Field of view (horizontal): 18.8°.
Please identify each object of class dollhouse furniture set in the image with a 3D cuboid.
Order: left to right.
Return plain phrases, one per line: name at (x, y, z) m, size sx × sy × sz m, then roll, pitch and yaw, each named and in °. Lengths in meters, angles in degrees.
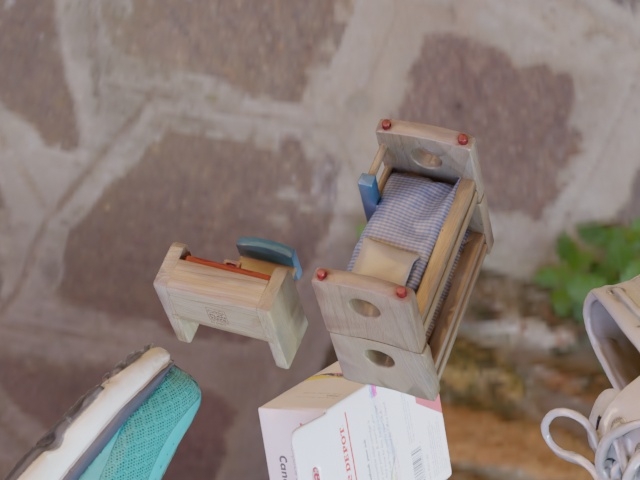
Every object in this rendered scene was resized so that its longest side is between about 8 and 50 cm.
dollhouse furniture set at (0.000, 0.000, 1.252) m, size 0.184 × 0.129 × 0.129 m, roll 12°, pitch 150°, yaw 19°

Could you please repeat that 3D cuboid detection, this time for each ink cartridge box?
ink cartridge box at (0.018, 0.163, 1.496) m, size 0.067 × 0.198 × 0.115 m, roll -1°, pitch 104°, yaw 35°

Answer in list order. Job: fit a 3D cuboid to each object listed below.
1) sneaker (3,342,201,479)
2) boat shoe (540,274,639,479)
sneaker at (-0.102, 0.170, 0.729) m, size 0.110 × 0.275 × 0.107 m, roll 24°, pitch 156°, yaw -5°
boat shoe at (0.216, 0.129, 1.195) m, size 0.156 × 0.367 × 0.135 m, roll -6°, pitch 123°, yaw 0°
